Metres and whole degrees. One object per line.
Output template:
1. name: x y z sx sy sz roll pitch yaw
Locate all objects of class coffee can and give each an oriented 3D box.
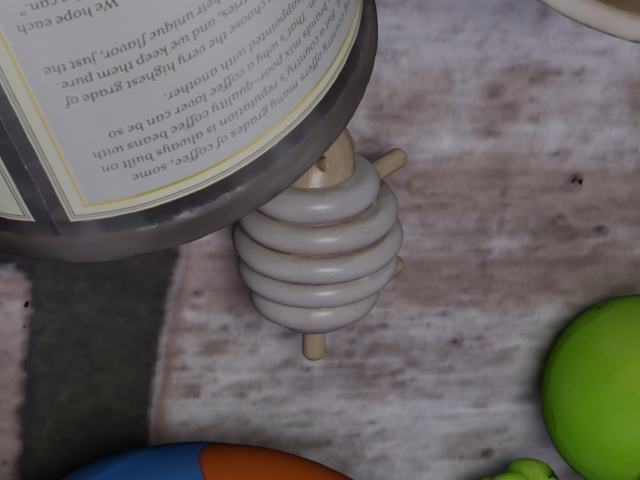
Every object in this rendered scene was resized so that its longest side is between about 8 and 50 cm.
1. coffee can: -0.101 -0.153 0.537 0.202 0.201 0.275 -23 141 -5

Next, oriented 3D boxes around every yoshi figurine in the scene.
1. yoshi figurine: 0.187 0.169 0.897 0.203 0.203 0.362 21 134 17

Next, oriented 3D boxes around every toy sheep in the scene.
1. toy sheep: 0.000 0.000 0.767 0.091 0.091 0.132 -10 116 -12

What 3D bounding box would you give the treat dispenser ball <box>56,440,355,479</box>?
1. treat dispenser ball: -0.055 0.240 0.757 0.288 0.288 0.288 -7 119 -13

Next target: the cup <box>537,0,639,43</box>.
1. cup: 0.118 -0.265 0.561 0.331 0.237 0.331 -11 123 -18
